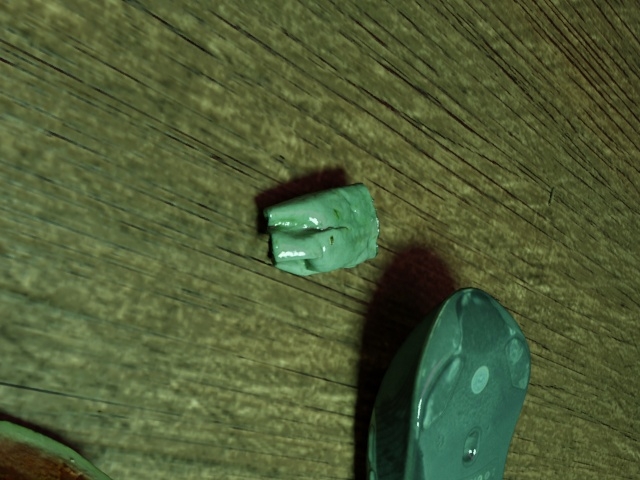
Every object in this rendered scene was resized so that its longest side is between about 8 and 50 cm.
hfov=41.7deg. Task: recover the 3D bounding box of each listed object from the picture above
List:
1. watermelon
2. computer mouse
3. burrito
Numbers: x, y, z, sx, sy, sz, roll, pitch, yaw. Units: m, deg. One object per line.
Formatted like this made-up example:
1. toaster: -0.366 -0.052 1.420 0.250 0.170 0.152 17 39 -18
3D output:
1. watermelon: -0.172 0.136 0.476 0.163 0.087 0.069 41 35 -44
2. computer mouse: 0.099 0.222 0.775 0.167 0.090 0.379 -3 104 -42
3. burrito: 0.000 -0.004 0.663 0.118 0.044 0.074 -16 112 -49
